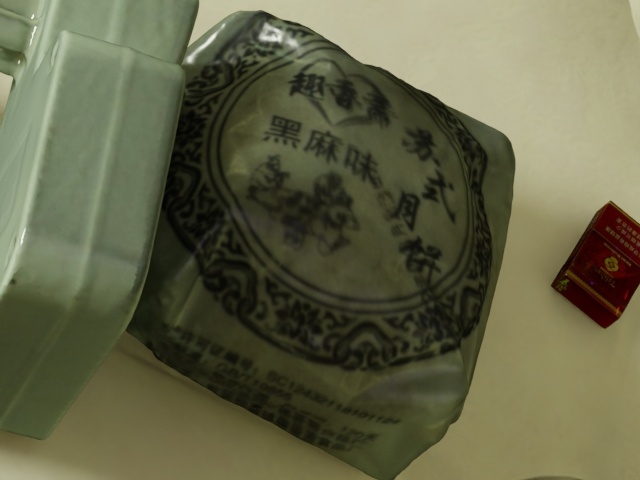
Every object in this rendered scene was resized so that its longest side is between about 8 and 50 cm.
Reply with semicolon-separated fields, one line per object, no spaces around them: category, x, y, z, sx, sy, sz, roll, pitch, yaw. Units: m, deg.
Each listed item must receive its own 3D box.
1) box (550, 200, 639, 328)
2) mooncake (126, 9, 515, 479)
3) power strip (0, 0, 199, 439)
box;0.206;0.017;1.425;0.051;0.023;0.082;38;56;-3
mooncake;0.001;-0.003;1.272;0.254;0.136;0.250;23;54;-14
power strip;-0.167;-0.045;1.154;0.141;0.229;0.261;18;60;-15
